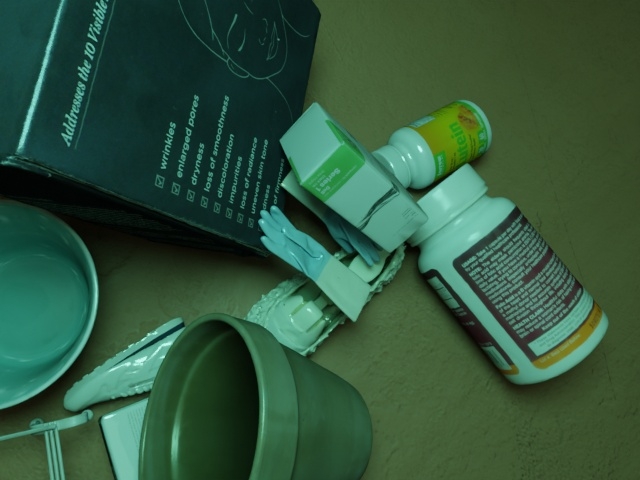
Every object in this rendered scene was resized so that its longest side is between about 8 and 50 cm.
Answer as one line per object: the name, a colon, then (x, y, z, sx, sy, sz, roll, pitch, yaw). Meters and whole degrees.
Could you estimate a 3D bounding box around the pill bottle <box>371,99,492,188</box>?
pill bottle: (0.230, -0.193, 1.032, 0.245, 0.136, 0.136, -29, 83, -17)

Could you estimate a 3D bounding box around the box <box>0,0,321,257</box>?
box: (-0.254, -0.259, 0.708, 0.297, 0.472, 0.480, 6, 80, 23)

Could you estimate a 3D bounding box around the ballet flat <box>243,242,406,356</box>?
ballet flat: (0.004, 0.104, 0.907, 0.409, 0.147, 0.147, -39, 86, -18)

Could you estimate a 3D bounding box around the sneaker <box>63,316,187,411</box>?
sneaker: (-0.322, 0.231, 0.834, 0.235, 0.090, 0.095, -32, 93, -16)

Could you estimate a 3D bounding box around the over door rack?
over door rack: (-0.495, 0.415, 0.744, 0.324, 0.108, 0.239, -14, 78, -1)

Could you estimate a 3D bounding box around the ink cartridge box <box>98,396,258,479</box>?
ink cartridge box: (-0.217, 0.387, 0.826, 0.239, 0.060, 0.275, -14, 78, -34)

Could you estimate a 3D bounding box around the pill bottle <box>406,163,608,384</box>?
pill bottle: (0.336, 0.059, 0.943, 0.224, 0.224, 0.392, -37, 86, -18)

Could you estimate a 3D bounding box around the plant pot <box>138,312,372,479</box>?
plant pot: (-0.079, 0.296, 0.749, 0.280, 0.323, 0.323, 20, 69, -40)

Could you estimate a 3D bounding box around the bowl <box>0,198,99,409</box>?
bowl: (-0.498, 0.104, 0.778, 0.311, 0.163, 0.311, 2, 79, -8)

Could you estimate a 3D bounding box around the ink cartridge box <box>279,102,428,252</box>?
ink cartridge box: (0.055, -0.098, 0.781, 0.092, 0.160, 0.219, -43, 126, 15)

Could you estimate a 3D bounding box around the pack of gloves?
pack of gloves: (0.000, 0.000, 0.824, 0.232, 0.046, 0.195, 42, 49, -12)
